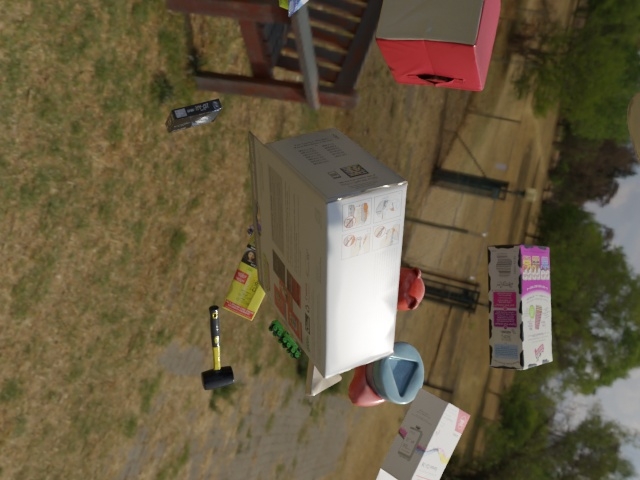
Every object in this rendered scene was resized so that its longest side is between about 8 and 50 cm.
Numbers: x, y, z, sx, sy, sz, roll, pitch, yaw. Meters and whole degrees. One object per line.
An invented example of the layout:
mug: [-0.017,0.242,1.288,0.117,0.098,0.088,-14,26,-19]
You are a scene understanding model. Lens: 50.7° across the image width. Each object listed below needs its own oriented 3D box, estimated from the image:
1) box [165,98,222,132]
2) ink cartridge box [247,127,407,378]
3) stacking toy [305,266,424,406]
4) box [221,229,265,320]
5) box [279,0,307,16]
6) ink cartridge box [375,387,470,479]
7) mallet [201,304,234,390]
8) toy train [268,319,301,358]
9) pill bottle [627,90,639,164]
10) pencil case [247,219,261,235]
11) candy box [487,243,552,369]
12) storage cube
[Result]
box: [-0.210,-0.206,1.118,0.067,0.083,0.018,-26,-96,65]
ink cartridge box: [0.000,0.000,1.047,0.130,0.272,0.309,-16,127,-23]
stacking toy: [0.107,0.197,1.417,0.279,0.130,0.309,4,81,-37]
box: [-0.154,0.082,1.554,0.232,0.087,0.058,-61,-176,42]
box: [-0.028,-0.525,1.308,0.178,0.042,0.109,-51,157,-32]
ink cartridge box: [0.180,0.376,1.205,0.115,0.067,0.198,37,79,-50]
mallet: [-0.186,0.200,1.262,0.039,0.062,0.189,-126,-141,-52]
toy train: [-0.060,0.171,1.168,0.083,0.017,0.023,54,42,-22]
pill bottle: [0.329,-0.086,0.397,0.136,0.246,0.136,27,49,-36]
pencil case: [-0.092,-0.067,1.785,0.206,0.088,0.086,-38,138,7]
candy box: [0.391,0.127,1.322,0.159,0.071,0.233,5,83,-52]
storage cube: [0.222,-0.411,1.253,0.193,0.184,0.215,30,72,-70]
